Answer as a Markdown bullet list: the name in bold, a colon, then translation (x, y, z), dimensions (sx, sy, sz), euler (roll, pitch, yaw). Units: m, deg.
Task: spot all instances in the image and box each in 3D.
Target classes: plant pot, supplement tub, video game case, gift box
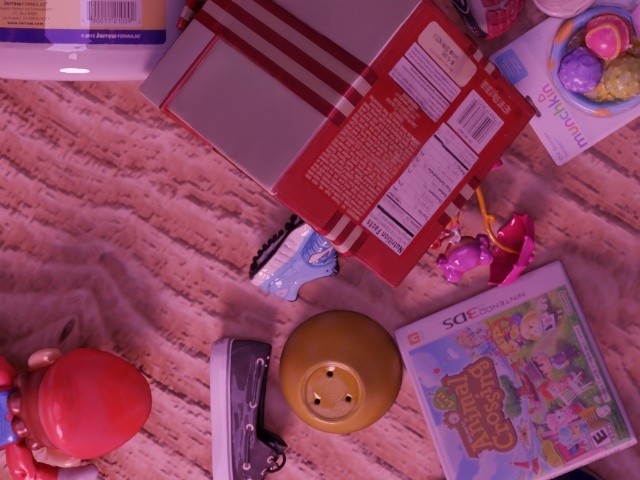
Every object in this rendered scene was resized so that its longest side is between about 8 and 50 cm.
- **plant pot**: translation (0.017, 0.148, 1.658), dimensions (0.134, 0.095, 0.134), euler (1, 99, 6)
- **supplement tub**: translation (-0.234, -0.326, 1.540), dimensions (0.241, 0.241, 0.331), euler (2, 98, 6)
- **video game case**: translation (0.196, 0.148, 1.619), dimensions (0.193, 0.023, 0.212), euler (-24, 62, 9)
- **gift box**: translation (0.025, -0.149, 1.489), dimensions (0.276, 0.255, 0.258), euler (-49, 48, -3)

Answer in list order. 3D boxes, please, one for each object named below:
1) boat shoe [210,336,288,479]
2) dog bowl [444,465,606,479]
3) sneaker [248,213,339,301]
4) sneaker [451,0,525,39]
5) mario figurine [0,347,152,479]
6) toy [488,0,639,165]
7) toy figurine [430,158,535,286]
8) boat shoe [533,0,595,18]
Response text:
- **boat shoe**: translation (-0.073, 0.216, 1.693), dimensions (0.076, 0.080, 0.228), euler (-2, 91, 8)
- **dog bowl**: translation (0.218, 0.363, 1.664), dimensions (0.265, 0.104, 0.264), euler (1, 99, 6)
- **sneaker**: translation (0.000, 0.000, 1.665), dimensions (0.073, 0.063, 0.162), euler (41, 105, -20)
- **sneaker**: translation (0.108, -0.336, 1.577), dimensions (0.112, 0.121, 0.299), euler (-24, 97, 39)
- **mario figurine**: translation (-0.327, 0.183, 1.711), dimensions (0.321, 0.170, 0.198), euler (-7, 134, 18)
- **toy**: translation (0.305, -0.193, 1.594), dimensions (0.237, 0.056, 0.137), euler (-33, 92, 10)
- **toy figurine**: translation (0.146, -0.019, 1.610), dimensions (0.173, 0.130, 0.159), euler (-28, 104, 4)
- **boat shoe**: translation (0.301, -0.336, 1.546), dimensions (0.096, 0.088, 0.267), euler (45, 96, 8)
